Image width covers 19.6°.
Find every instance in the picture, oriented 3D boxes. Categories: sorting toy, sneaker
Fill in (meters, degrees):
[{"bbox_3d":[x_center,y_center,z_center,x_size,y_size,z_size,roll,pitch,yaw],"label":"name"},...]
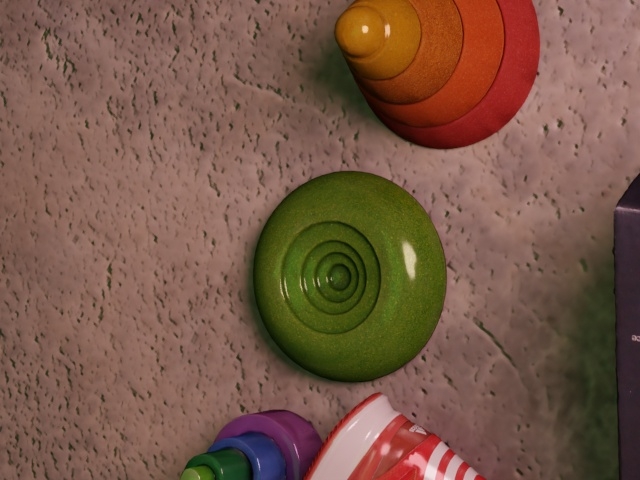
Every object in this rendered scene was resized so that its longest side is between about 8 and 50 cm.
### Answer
[{"bbox_3d":[0.000,0.000,1.055,0.127,0.126,0.365,28,103,25],"label":"sorting toy"},{"bbox_3d":[0.026,0.208,1.069,0.128,0.087,0.221,34,119,15],"label":"sneaker"}]

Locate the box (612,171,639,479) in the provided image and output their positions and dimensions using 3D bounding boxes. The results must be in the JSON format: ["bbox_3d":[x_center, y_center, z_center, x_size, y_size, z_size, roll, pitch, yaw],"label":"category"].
[{"bbox_3d":[0.231,0.062,0.897,0.153,0.108,0.207,11,122,28],"label":"box"}]
